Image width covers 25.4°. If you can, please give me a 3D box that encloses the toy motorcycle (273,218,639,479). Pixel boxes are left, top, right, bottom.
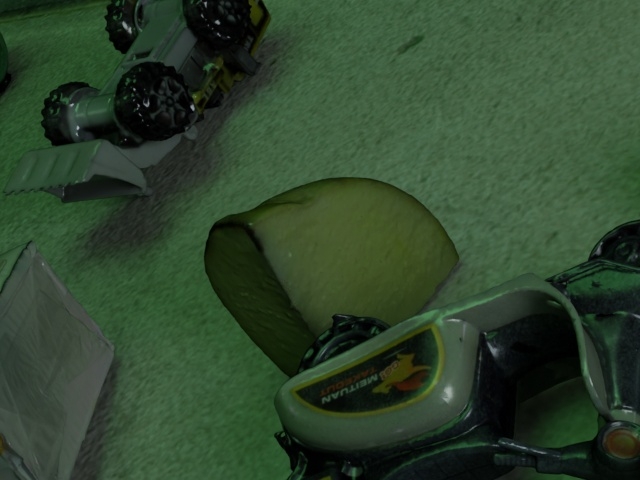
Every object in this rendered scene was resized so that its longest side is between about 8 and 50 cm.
[{"bbox_3d":[0.088,0.086,0.718,0.263,0.091,0.157,-26,41,19],"label":"toy motorcycle"}]

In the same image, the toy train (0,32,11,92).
[{"bbox_3d":[-0.448,-0.189,1.464,0.145,0.202,0.266,-1,46,40],"label":"toy train"}]

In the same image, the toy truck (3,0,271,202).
[{"bbox_3d":[-0.138,-0.121,1.174,0.136,0.111,0.286,-5,44,43],"label":"toy truck"}]

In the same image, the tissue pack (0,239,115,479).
[{"bbox_3d":[-0.271,0.127,0.941,0.225,0.124,0.185,-25,25,17],"label":"tissue pack"}]

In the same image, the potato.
[{"bbox_3d":[0.000,0.000,0.855,0.081,0.149,0.120,15,55,45],"label":"potato"}]
